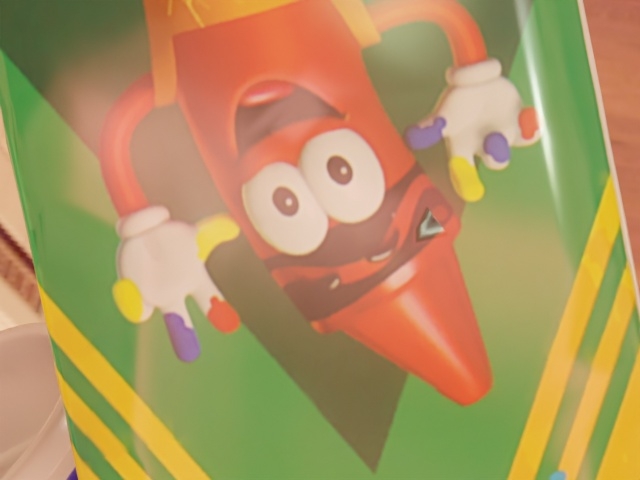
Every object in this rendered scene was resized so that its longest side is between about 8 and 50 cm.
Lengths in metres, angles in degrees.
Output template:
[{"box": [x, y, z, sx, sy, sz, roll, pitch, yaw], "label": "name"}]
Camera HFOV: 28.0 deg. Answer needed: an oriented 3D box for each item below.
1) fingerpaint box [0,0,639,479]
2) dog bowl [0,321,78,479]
[{"box": [0.000, 0.000, 0.537, 0.163, 0.371, 0.445, -12, -177, 1], "label": "fingerpaint box"}, {"box": [-0.236, 0.178, 0.830, 0.265, 0.265, 0.104, -7, 125, 46], "label": "dog bowl"}]
